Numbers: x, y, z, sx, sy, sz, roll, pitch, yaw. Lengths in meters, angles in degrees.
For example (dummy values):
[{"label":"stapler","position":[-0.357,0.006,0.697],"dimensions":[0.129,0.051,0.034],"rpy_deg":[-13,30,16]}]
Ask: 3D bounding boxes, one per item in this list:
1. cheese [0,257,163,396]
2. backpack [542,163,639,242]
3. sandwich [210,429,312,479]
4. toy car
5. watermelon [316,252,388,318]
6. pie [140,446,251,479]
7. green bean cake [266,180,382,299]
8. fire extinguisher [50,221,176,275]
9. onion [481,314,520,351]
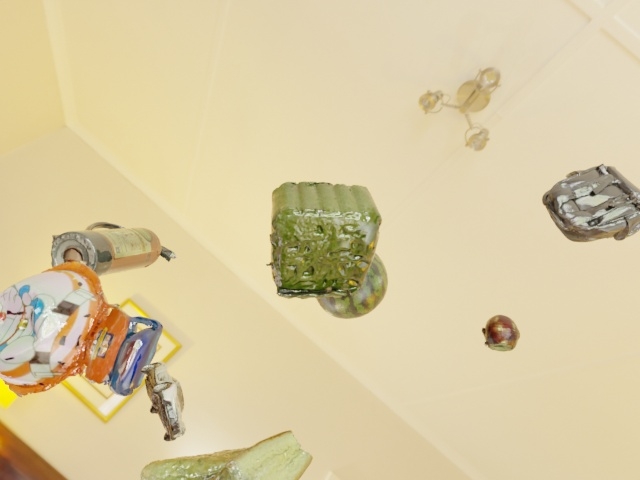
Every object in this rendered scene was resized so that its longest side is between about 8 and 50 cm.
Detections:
[{"label":"cheese","position":[-0.384,0.139,0.618],"dimensions":[0.330,0.216,0.129],"rpy_deg":[10,-19,24]},{"label":"backpack","position":[0.665,-0.087,0.984],"dimensions":[0.133,0.259,0.206],"rpy_deg":[93,-23,-57]},{"label":"sandwich","position":[-0.135,0.483,0.795],"dimensions":[0.122,0.236,0.128],"rpy_deg":[42,-16,22]},{"label":"toy car","position":[-0.124,0.127,0.327],"dimensions":[0.093,0.025,0.041],"rpy_deg":[4,-74,57]},{"label":"watermelon","position":[0.111,0.150,1.523],"dimensions":[0.285,0.285,0.285],"rpy_deg":[24,-39,22]},{"label":"pie","position":[-0.288,0.574,1.026],"dimensions":[0.324,0.070,0.323],"rpy_deg":[-8,-24,-4]},{"label":"green bean cake","position":[0.000,0.000,1.220],"dimensions":[0.336,0.218,0.318],"rpy_deg":[-4,-53,-8]},{"label":"fire extinguisher","position":[-0.532,0.001,1.051],"dimensions":[0.200,0.113,0.376],"rpy_deg":[51,7,3]},{"label":"onion","position":[0.567,0.290,1.276],"dimensions":[0.119,0.118,0.117],"rpy_deg":[27,-19,18]}]
